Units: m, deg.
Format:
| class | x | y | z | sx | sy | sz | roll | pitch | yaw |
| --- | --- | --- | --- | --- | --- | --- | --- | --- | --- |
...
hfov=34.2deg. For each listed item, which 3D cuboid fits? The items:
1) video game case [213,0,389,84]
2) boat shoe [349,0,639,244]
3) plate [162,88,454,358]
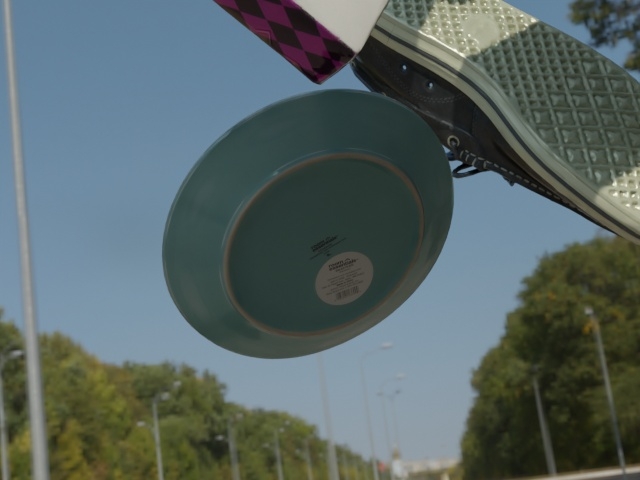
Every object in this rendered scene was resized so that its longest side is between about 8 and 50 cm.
| class | x | y | z | sx | sy | sz | roll | pitch | yaw |
| --- | --- | --- | --- | --- | --- | --- | --- | --- | --- |
| video game case | -0.037 | -0.211 | 0.404 | 0.232 | 0.210 | 0.042 | 37 | -27 | -17 |
| boat shoe | 0.219 | -0.155 | 1.218 | 0.187 | 0.500 | 0.156 | -40 | -22 | -30 |
| plate | 0.000 | 0.000 | 0.619 | 0.188 | 0.024 | 0.188 | -12 | -55 | -18 |
